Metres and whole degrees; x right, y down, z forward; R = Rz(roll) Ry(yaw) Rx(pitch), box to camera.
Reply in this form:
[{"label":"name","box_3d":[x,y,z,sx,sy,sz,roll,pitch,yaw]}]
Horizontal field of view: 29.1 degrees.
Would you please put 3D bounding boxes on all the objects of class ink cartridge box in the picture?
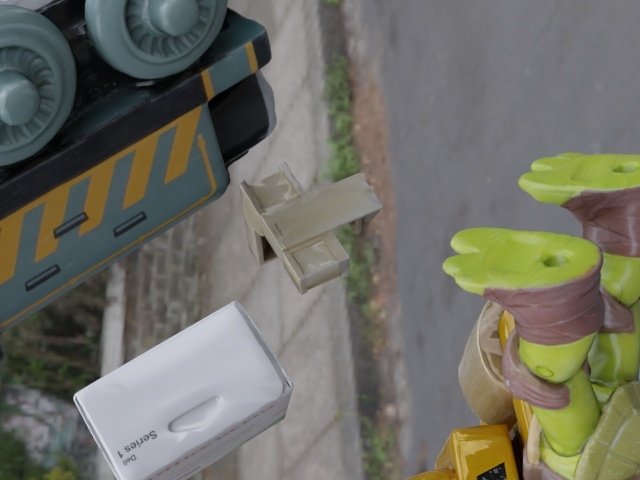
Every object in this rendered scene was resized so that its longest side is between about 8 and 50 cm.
[{"label":"ink cartridge box","box_3d":[-0.146,0.187,1.379,0.117,0.201,0.278,58,170,11]}]

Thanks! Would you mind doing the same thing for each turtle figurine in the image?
[{"label":"turtle figurine","box_3d":[0.104,0.087,0.515,0.087,0.269,0.217,23,134,44]}]

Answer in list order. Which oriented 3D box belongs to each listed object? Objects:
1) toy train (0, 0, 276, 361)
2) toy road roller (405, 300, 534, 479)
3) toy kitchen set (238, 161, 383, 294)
[{"label":"toy train","box_3d":[-0.164,-0.046,0.620,0.142,0.334,0.190,34,148,39]},{"label":"toy road roller","box_3d":[0.132,0.206,1.013,0.202,0.240,0.329,93,170,-70]},{"label":"toy kitchen set","box_3d":[0.000,0.000,0.768,0.083,0.068,0.075,57,164,32]}]
